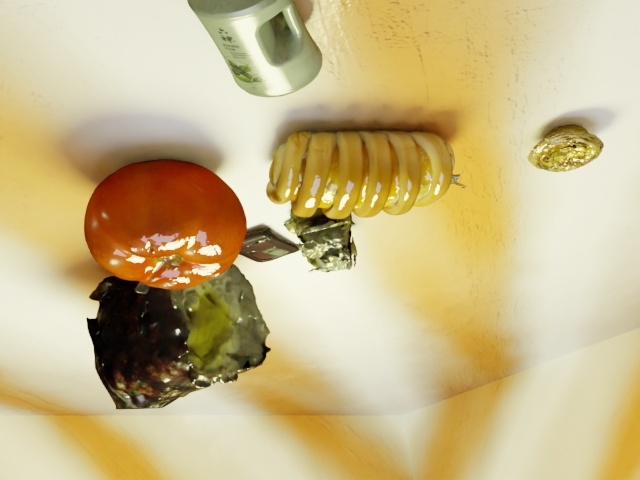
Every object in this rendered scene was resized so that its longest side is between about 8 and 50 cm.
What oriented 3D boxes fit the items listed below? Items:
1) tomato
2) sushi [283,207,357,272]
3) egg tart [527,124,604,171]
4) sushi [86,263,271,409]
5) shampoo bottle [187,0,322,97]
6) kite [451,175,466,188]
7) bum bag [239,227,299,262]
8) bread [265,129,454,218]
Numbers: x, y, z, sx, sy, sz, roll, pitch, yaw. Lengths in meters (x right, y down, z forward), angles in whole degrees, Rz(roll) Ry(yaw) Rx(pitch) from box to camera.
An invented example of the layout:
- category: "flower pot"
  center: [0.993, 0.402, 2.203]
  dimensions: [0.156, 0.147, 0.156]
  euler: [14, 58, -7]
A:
- category: "tomato"
  center: [-0.250, -0.032, 1.350]
  dimensions: [0.260, 0.180, 0.260]
  euler: [-8, 156, -4]
- category: "sushi"
  center: [-0.001, -0.007, 1.565]
  dimensions: [0.139, 0.131, 0.291]
  euler: [-8, 167, 2]
- category: "egg tart"
  center: [0.417, -0.162, 1.429]
  dimensions: [0.129, 0.049, 0.129]
  euler: [-1, 157, 0]
- category: "sushi"
  center: [-0.299, 0.176, 1.701]
  dimensions: [0.294, 0.299, 0.281]
  euler: [-23, -179, 38]
- category: "shampoo bottle"
  center: [-0.081, -0.262, 0.974]
  dimensions: [0.118, 0.087, 0.234]
  euler: [-8, 158, 12]
- category: "kite"
  center: [0.252, -0.111, 1.555]
  dimensions: [0.078, 0.002, 0.044]
  euler: [6, 154, -27]
- category: "bum bag"
  center: [-0.121, 0.012, 1.707]
  dimensions: [0.109, 0.026, 0.159]
  euler: [-17, 161, 21]
- category: "bread"
  center: [0.073, -0.105, 1.359]
  dimensions: [0.311, 0.121, 0.173]
  euler: [-3, 156, -14]
